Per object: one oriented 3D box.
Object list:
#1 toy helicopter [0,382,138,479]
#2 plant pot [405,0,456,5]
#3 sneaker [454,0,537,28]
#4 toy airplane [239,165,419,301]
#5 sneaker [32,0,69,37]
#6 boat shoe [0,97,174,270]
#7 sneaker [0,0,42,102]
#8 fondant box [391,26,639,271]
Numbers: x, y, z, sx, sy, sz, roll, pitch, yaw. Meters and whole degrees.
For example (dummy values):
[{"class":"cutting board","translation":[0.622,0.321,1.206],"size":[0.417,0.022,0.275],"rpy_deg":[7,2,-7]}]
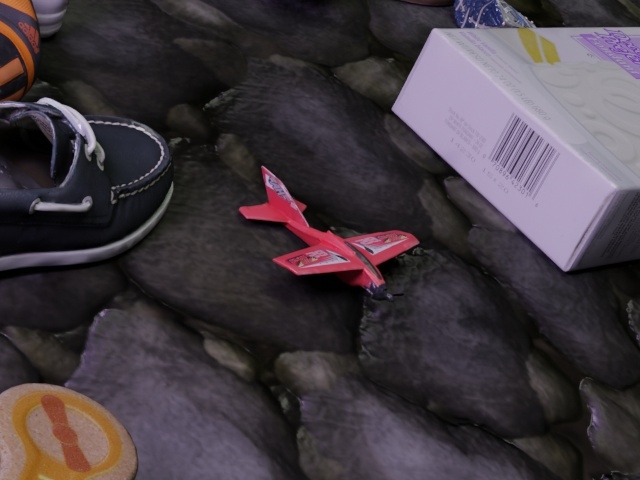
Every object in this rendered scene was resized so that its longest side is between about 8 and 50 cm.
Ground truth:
[{"class":"toy helicopter","translation":[-0.128,0.180,0.715],"size":[0.235,0.140,0.355],"rpy_deg":[24,27,-8]},{"class":"plant pot","translation":[0.071,-0.359,1.736],"size":[0.237,0.109,0.237],"rpy_deg":[18,31,-12]},{"class":"sneaker","translation":[0.190,-0.217,1.675],"size":[0.058,0.052,0.135],"rpy_deg":[1,44,-52]},{"class":"toy airplane","translation":[0.000,0.000,1.198],"size":[0.151,0.028,0.151],"rpy_deg":[20,29,-12]},{"class":"sneaker","translation":[-0.293,-0.233,1.272],"size":[0.212,0.094,0.080],"rpy_deg":[13,34,-21]},{"class":"boat shoe","translation":[-0.191,-0.042,1.052],"size":[0.114,0.091,0.302],"rpy_deg":[37,31,18]},{"class":"sneaker","translation":[-0.339,-0.183,1.159],"size":[0.321,0.124,0.180],"rpy_deg":[38,25,7]},{"class":"fondant box","translation":[0.263,-0.094,1.483],"size":[0.330,0.096,0.238],"rpy_deg":[-7,43,-45]}]
